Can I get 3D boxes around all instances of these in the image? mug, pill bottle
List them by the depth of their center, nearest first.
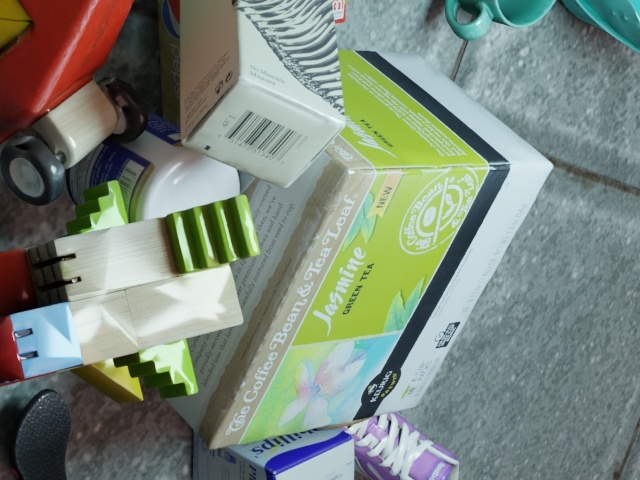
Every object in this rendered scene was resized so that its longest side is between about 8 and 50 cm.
[{"bbox_3d":[-0.172,-0.064,1.525,0.112,0.187,0.112,-24,128,-35],"label":"pill bottle"},{"bbox_3d":[0.194,-0.310,1.889,0.158,0.097,0.129,-25,126,-38],"label":"mug"}]

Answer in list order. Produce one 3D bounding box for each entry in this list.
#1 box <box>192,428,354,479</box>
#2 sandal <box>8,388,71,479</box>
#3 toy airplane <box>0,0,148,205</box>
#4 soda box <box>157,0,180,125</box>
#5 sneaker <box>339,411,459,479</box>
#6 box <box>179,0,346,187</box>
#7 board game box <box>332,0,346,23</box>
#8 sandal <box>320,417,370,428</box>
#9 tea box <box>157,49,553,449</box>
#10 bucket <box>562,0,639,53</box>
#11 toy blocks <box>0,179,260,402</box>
[{"bbox_3d":[-0.052,0.241,1.852,0.126,0.137,0.072,-19,121,-42],"label":"box"},{"bbox_3d":[-0.285,0.214,1.665,0.067,0.040,0.179,-26,141,-31],"label":"sandal"},{"bbox_3d":[-0.228,-0.245,1.316,0.384,0.272,0.386,-50,173,0],"label":"toy airplane"},{"bbox_3d":[-0.118,-0.194,1.626,0.058,0.061,0.181,-23,124,-40],"label":"soda box"},{"bbox_3d":[0.077,0.227,1.974,0.102,0.161,0.282,-57,138,-9],"label":"sneaker"},{"bbox_3d":[-0.055,-0.184,1.452,0.113,0.275,0.094,22,131,-28],"label":"box"},{"bbox_3d":[-0.034,-0.307,1.678,0.147,0.045,0.193,-18,121,-42],"label":"board game box"},{"bbox_3d":[-0.025,0.156,1.829,0.240,0.088,0.079,-8,127,-19],"label":"sandal"},{"bbox_3d":[0.000,0.000,1.665,0.323,0.220,0.329,-5,130,-46],"label":"tea box"},{"bbox_3d":[0.422,-0.356,2.014,0.281,0.183,0.281,-12,113,-29],"label":"bucket"},{"bbox_3d":[-0.252,0.064,1.344,0.261,0.381,0.190,-13,89,-35],"label":"toy blocks"}]
